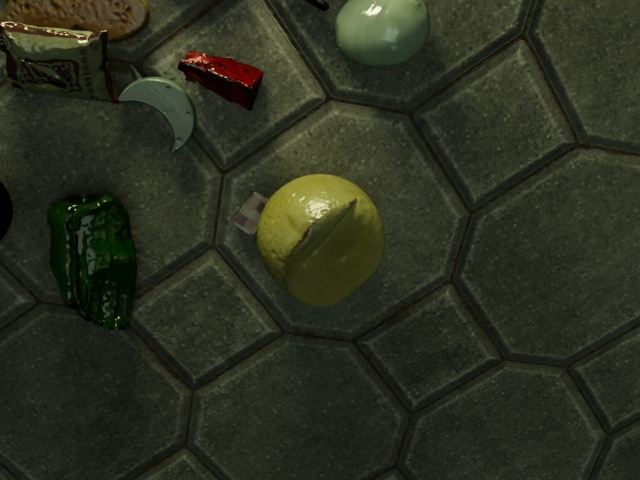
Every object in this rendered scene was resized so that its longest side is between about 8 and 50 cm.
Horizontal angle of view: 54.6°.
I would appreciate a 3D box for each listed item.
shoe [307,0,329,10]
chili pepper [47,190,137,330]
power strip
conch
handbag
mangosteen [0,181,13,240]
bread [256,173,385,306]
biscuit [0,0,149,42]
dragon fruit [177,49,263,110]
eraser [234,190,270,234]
[{"bbox_3d":[-0.038,-0.580,1.393,0.159,0.062,0.053,34,93,-16],"label":"shoe"},{"bbox_3d":[-0.572,0.061,1.550,0.167,0.213,0.385,12,114,36],"label":"chili pepper"},{"bbox_3d":[-0.384,-0.322,1.474,0.137,0.044,0.216,-41,110,12],"label":"power strip"},{"bbox_3d":[0.140,-0.493,1.424,0.221,0.121,0.185,-16,83,7],"label":"conch"},{"bbox_3d":[-0.562,-0.386,1.334,0.235,0.127,0.213,8,154,-8],"label":"handbag"},{"bbox_3d":[-0.859,-0.061,1.465,0.228,0.228,0.265,46,140,-20],"label":"mangosteen"},{"bbox_3d":[-0.003,-0.006,1.545,0.320,0.237,0.321,-8,125,-12],"label":"bread"},{"bbox_3d":[-0.542,-0.619,1.327,0.368,0.076,0.394,-10,116,-1],"label":"biscuit"},{"bbox_3d":[-0.237,-0.365,1.435,0.192,0.122,0.092,17,125,-14],"label":"dragon fruit"},{"bbox_3d":[-0.172,-0.071,1.607,0.065,0.026,0.105,34,106,-20],"label":"eraser"}]
